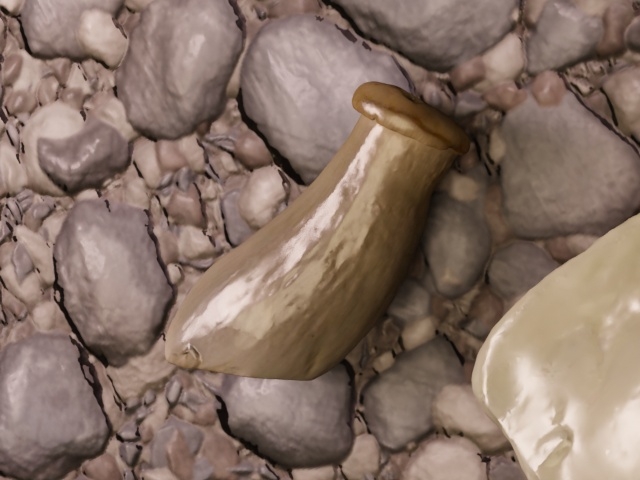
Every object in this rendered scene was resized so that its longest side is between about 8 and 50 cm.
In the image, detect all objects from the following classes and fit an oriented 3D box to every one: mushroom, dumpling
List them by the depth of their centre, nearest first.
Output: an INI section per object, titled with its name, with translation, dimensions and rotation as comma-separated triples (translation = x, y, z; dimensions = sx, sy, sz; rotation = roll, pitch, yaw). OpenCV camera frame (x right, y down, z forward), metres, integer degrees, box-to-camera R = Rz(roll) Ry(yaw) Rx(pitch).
[dumpling]
translation = 0.299, 0.123, 0.860
dimensions = 0.395, 0.233, 0.315
rotation = 43, 109, -3
[mushroom]
translation = 0.005, 0.009, 1.032
dimensions = 0.108, 0.096, 0.247
rotation = 43, 106, 12
